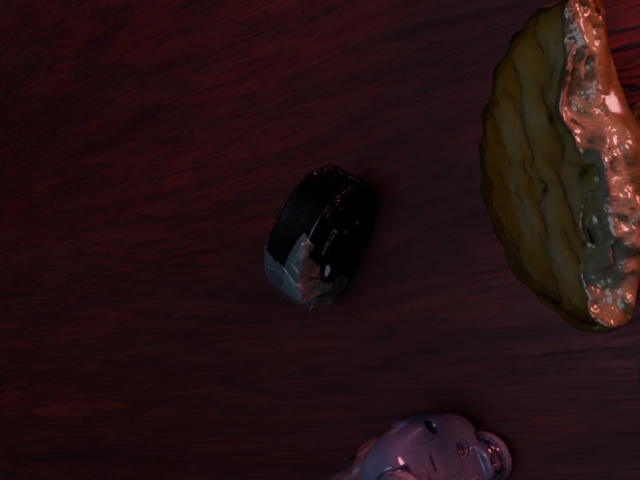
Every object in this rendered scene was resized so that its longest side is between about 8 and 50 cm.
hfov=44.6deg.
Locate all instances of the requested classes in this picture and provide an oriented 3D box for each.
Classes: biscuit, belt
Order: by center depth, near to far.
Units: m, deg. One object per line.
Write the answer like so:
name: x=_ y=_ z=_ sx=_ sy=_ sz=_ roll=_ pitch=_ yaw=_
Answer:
biscuit: x=0.256 y=-0.091 z=0.817 sx=0.329 sy=0.078 sz=0.335 roll=-113 pitch=19 yaw=-48
belt: x=0.000 y=0.000 z=1.060 sx=0.078 sy=0.151 sz=0.198 roll=30 pitch=111 yaw=30

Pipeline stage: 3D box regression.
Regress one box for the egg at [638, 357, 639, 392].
egg: x=0.429 y=0.139 z=0.746 sx=0.286 sy=0.174 sz=0.264 roll=-39 pitch=67 yaw=34

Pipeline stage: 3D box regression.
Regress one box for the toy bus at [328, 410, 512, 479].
toy bus: x=0.117 y=0.373 z=0.979 sx=0.232 sy=0.197 sz=0.294 roll=-27 pitch=78 yaw=44

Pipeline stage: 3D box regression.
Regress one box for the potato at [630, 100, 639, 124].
potato: x=0.363 y=-0.066 z=0.817 sx=0.137 sy=0.137 sz=0.176 roll=24 pitch=126 yaw=33
